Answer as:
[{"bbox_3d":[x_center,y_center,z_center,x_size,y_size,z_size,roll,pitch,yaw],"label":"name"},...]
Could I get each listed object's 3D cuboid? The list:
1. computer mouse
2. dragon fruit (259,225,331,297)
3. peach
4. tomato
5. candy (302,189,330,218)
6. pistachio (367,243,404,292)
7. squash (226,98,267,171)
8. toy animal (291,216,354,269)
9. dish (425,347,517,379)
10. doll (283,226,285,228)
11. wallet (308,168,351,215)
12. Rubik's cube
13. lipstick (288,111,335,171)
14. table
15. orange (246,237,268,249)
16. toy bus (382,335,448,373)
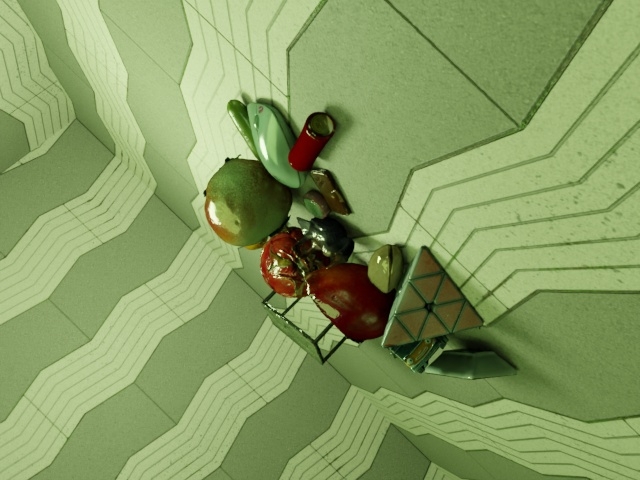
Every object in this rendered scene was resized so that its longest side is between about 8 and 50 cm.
[{"bbox_3d":[-0.138,-0.272,1.511,0.159,0.097,0.288,27,155,46],"label":"computer mouse"},{"bbox_3d":[-0.095,0.087,1.918,0.277,0.277,0.342,44,163,-1],"label":"dragon fruit"},{"bbox_3d":[0.125,0.173,1.681,0.361,0.201,0.258,36,-151,-30],"label":"peach"},{"bbox_3d":[-0.237,-0.127,1.724,0.239,0.303,0.304,33,158,35],"label":"tomato"},{"bbox_3d":[-0.012,-0.118,1.657,0.103,0.043,0.103,41,162,17],"label":"candy"},{"bbox_3d":[0.199,0.080,1.532,0.108,0.126,0.186,3,136,3],"label":"pistachio"},{"bbox_3d":[-0.212,-0.332,1.580,0.066,0.066,0.252,23,151,47],"label":"squash"},{"bbox_3d":[0.000,0.000,1.690,0.122,0.185,0.298,54,-175,-31],"label":"toy animal"},{"bbox_3d":[0.468,0.384,1.609,0.243,0.181,0.080,161,108,-65],"label":"dish"},{"bbox_3d":[-0.178,-0.052,2.112,0.109,0.057,0.169,39,162,19],"label":"doll"},{"bbox_3d":[0.028,-0.145,1.543,0.095,0.026,0.176,20,150,46],"label":"wallet"},{"bbox_3d":[0.297,0.175,1.483,0.228,0.234,0.228,-29,154,33],"label":"Rubik's cube"},{"bbox_3d":[-0.028,-0.256,1.344,0.080,0.080,0.241,45,161,-3],"label":"lipstick"},{"bbox_3d":[-0.035,0.323,2.274,0.335,0.272,0.222,33,157,31],"label":"table"},{"bbox_3d":[-0.301,-0.035,2.281,0.134,0.155,0.155,-25,117,25],"label":"orange"},{"bbox_3d":[0.309,0.322,1.645,0.167,0.139,0.275,41,-173,16],"label":"toy bus"}]
